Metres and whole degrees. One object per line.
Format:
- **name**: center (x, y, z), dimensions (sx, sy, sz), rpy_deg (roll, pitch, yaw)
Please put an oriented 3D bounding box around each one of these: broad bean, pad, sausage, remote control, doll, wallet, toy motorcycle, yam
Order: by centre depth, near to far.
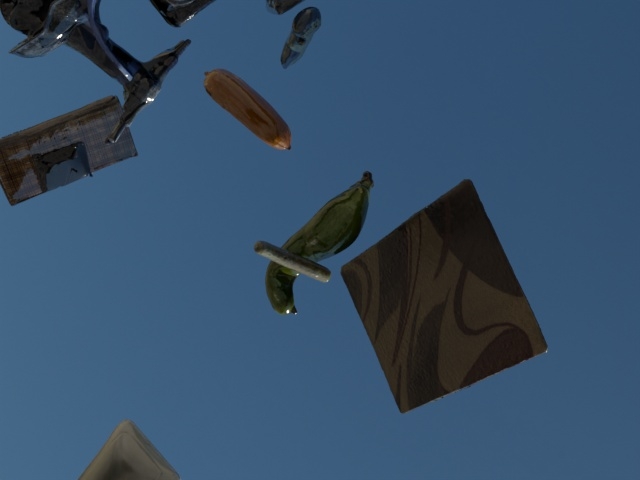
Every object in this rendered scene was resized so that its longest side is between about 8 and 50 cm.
- **remote control**: center (-0.274, 0.343, 1.240), dimensions (0.109, 0.055, 0.313), rpy_deg (42, -79, 25)
- **toy motorcycle**: center (-0.177, -0.274, 1.280), dimensions (0.213, 0.358, 0.125), rpy_deg (59, -3, -18)
- **doll**: center (-0.024, -0.227, 1.283), dimensions (0.027, 0.037, 0.125), rpy_deg (41, -20, 2)
- **yam**: center (-0.033, 0.025, 1.368), dimensions (0.021, 0.116, 0.021), rpy_deg (-28, -130, 39)
- **pad**: center (0.138, 0.080, 1.407), dimensions (0.330, 0.004, 0.220), rpy_deg (-39, -108, 56)
- **broad bean**: center (0.000, 0.000, 1.441), dimensions (0.070, 0.048, 0.214), rpy_deg (38, -84, 3)
- **sausage**: center (-0.110, -0.201, 1.706), dimensions (0.183, 0.062, 0.054), rpy_deg (43, -43, 16)
- **wallet**: center (-0.423, -0.148, 1.866), dimensions (0.042, 0.230, 0.124), rpy_deg (47, -22, 51)
